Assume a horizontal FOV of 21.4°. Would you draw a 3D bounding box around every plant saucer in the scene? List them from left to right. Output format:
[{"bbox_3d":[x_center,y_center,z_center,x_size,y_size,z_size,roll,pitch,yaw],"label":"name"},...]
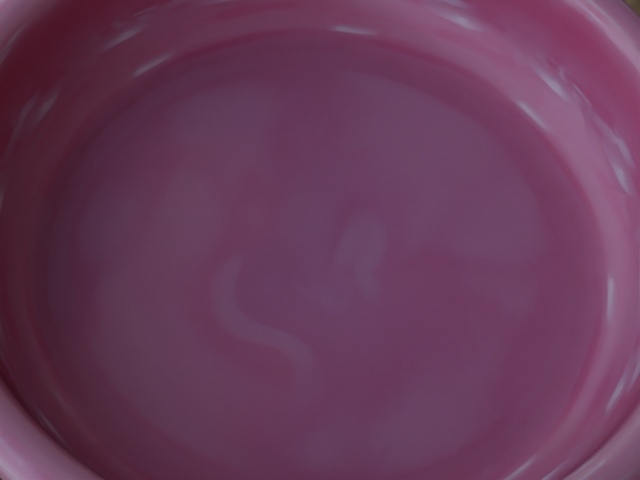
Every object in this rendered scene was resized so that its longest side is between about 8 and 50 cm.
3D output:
[{"bbox_3d":[0.000,0.000,0.696,0.084,0.332,0.332,97,160,-59],"label":"plant saucer"}]
